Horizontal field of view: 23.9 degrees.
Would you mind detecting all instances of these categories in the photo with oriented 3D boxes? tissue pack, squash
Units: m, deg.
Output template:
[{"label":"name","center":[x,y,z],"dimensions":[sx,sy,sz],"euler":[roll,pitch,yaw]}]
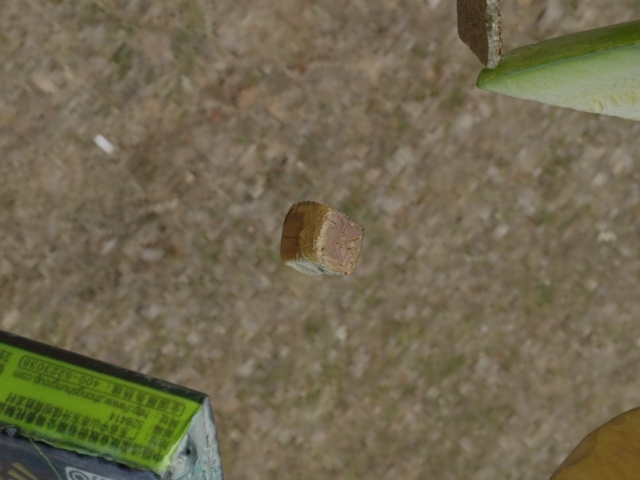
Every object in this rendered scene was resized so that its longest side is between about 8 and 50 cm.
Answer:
[{"label":"tissue pack","center":[-0.176,0.124,0.921],"dimensions":[0.173,0.235,0.073],"euler":[84,25,-54]},{"label":"squash","center":[0.345,-0.175,1.664],"dimensions":[0.203,0.288,0.111],"euler":[52,37,-40]}]

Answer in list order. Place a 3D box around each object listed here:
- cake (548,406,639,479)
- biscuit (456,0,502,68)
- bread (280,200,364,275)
[{"label":"cake","center":[0.280,0.322,1.080],"dimensions":[0.332,0.332,0.321],"euler":[-28,140,-36]},{"label":"biscuit","center":[0.164,-0.306,1.595],"dimensions":[0.025,0.131,0.231],"euler":[-9,116,-7]},{"label":"bread","center":[-0.002,0.001,1.736],"dimensions":[0.076,0.083,0.070],"euler":[29,71,-36]}]
